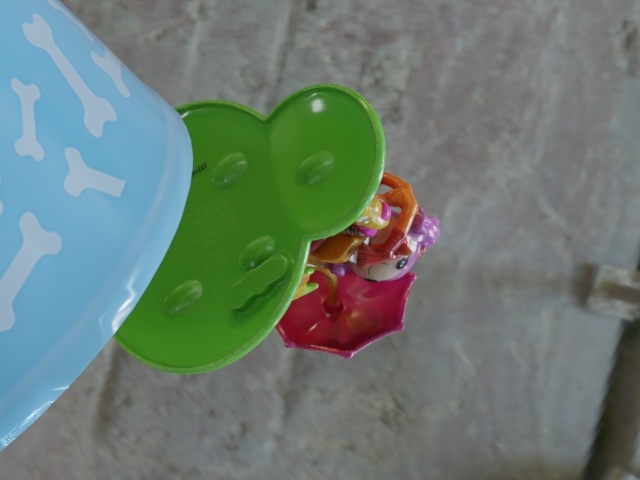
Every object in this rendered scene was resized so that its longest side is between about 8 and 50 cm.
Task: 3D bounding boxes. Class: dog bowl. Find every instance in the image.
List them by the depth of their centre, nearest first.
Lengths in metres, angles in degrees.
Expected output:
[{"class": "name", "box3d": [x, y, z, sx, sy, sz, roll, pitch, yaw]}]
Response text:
[{"class": "dog bowl", "box3d": [-0.175, 0.016, 0.368, 0.297, 0.166, 0.074, -22, 121, 16]}]

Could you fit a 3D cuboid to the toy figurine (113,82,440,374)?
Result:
[{"class": "toy figurine", "box3d": [0.000, 0.000, 0.850, 0.173, 0.130, 0.159, -32, 154, 25]}]
